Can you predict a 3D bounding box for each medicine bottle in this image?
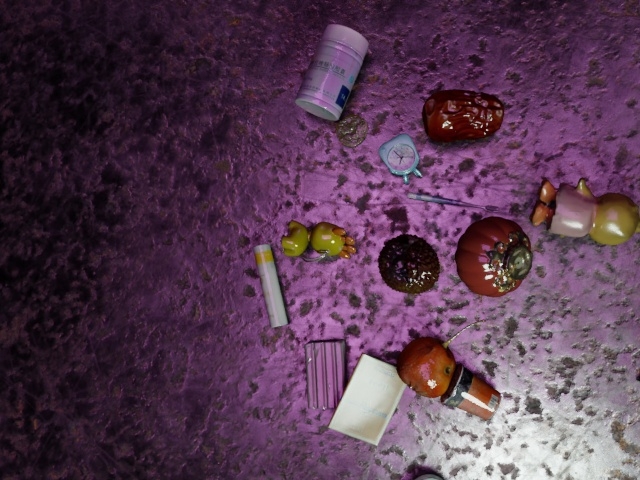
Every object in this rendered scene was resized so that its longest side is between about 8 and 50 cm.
[{"bbox_3d":[0.036,-0.520,1.674,0.152,0.152,0.253,22,90,14],"label":"medicine bottle"}]

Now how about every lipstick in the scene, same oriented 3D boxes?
[{"bbox_3d":[-0.158,0.144,1.700,0.059,0.059,0.263,-15,81,11],"label":"lipstick"}]

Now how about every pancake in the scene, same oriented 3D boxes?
[{"bbox_3d":[0.101,-0.351,1.712,0.108,0.017,0.107,-1,85,9],"label":"pancake"}]

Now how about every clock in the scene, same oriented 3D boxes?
[{"bbox_3d":[0.252,-0.246,1.655,0.108,0.045,0.147,-28,80,9],"label":"clock"}]

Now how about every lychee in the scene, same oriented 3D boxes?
[{"bbox_3d":[0.258,0.072,1.556,0.188,0.188,0.187,-1,84,12],"label":"lychee"}]

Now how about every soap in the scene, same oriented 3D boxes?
[{"bbox_3d":[0.019,0.403,1.631,0.122,0.065,0.203,-4,84,11],"label":"soap"}]

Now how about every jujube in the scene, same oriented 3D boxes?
[{"bbox_3d":[0.416,-0.363,1.582,0.230,0.155,0.155,3,85,3],"label":"jujube"}]

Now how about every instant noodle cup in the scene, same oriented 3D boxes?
[{"bbox_3d":[0.427,0.433,1.518,0.136,0.127,0.127,28,91,6],"label":"instant noodle cup"}]

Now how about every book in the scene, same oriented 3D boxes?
[{"bbox_3d":[0.146,0.469,1.585,0.170,0.018,0.241,25,91,-13],"label":"book"}]

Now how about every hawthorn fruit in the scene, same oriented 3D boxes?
[{"bbox_3d":[0.341,0.309,1.527,0.165,0.165,0.285,38,92,13],"label":"hawthorn fruit"}]

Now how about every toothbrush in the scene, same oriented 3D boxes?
[{"bbox_3d":[0.396,-0.116,1.620,0.276,0.025,0.019,11,88,13],"label":"toothbrush"}]

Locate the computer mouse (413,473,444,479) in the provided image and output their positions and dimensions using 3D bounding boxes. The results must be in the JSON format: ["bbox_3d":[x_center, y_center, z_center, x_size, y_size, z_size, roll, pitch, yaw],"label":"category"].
[{"bbox_3d":[0.354,0.793,1.505,0.159,0.097,0.288,-40,77,4],"label":"computer mouse"}]

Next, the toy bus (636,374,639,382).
[{"bbox_3d":[0.917,0.343,1.454,0.052,0.037,0.130,40,93,8],"label":"toy bus"}]

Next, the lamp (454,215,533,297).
[{"bbox_3d":[0.477,0.044,1.501,0.227,0.227,0.226,-1,84,12],"label":"lamp"}]

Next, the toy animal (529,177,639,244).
[{"bbox_3d":[0.737,-0.073,1.471,0.282,0.169,0.195,9,129,8],"label":"toy animal"}]

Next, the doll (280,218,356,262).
[{"bbox_3d":[0.000,0.000,1.646,0.221,0.142,0.135,10,52,14],"label":"doll"}]
